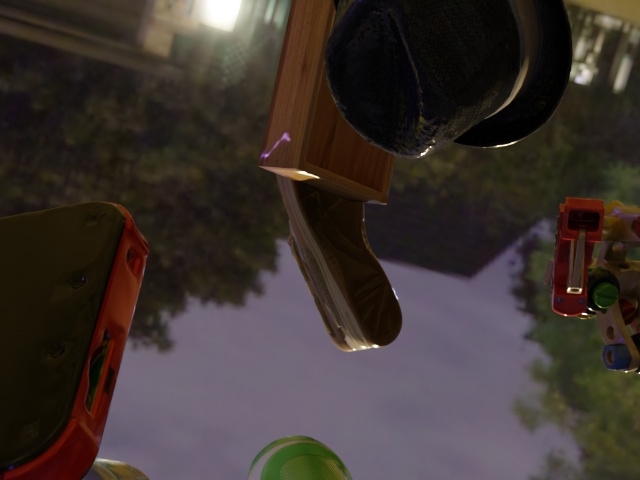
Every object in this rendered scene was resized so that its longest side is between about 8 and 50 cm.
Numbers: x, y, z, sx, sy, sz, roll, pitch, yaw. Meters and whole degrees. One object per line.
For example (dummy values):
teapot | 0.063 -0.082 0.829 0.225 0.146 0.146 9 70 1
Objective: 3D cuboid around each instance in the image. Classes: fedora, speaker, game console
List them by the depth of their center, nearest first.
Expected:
game console | -0.352 0.113 1.305 0.342 0.060 0.387 -11 -143 13
fedora | 0.104 -0.203 1.427 0.334 0.334 0.152 20 -128 28
speaker | 0.002 0.330 1.470 0.131 0.131 0.296 13 -163 -20

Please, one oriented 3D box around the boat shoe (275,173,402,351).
boat shoe | 0.000 0.000 1.920 0.121 0.341 0.110 -22 -178 -42

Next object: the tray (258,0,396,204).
tray | 0.043 -0.271 1.778 0.076 0.411 0.203 6 172 38

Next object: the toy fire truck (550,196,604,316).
toy fire truck | 0.315 0.021 1.666 0.047 0.192 0.135 4 -154 6

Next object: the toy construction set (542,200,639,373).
toy construction set | 0.466 0.019 1.957 0.308 0.257 0.237 -24 -150 -11

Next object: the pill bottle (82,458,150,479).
pill bottle | -0.222 0.275 1.338 0.117 0.118 0.208 17 172 11
